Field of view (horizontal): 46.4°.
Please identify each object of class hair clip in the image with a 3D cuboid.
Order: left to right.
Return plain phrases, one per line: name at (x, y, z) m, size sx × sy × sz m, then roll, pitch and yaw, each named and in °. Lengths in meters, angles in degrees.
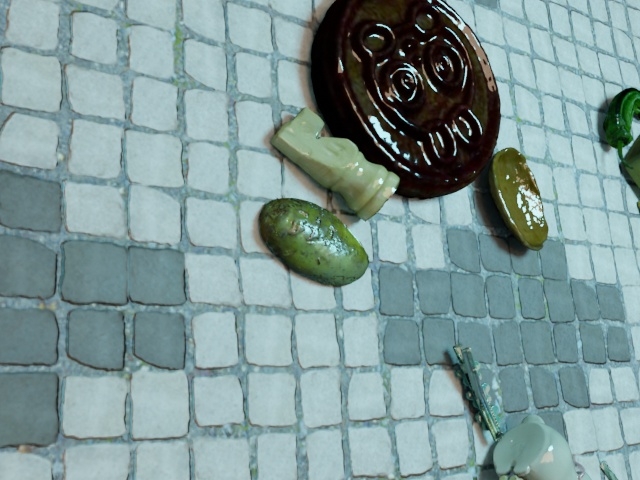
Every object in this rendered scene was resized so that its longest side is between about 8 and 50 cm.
hair clip at (0.265, 0.250, 1.247) m, size 0.049 × 0.049 × 0.173 m, roll -25°, pitch 96°, yaw -38°

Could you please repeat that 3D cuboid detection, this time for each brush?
brush at (0.785, -0.184, 1.744) m, size 0.123 × 0.059 × 0.197 m, roll 50°, pitch 48°, yaw -6°

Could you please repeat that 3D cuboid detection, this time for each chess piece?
chess piece at (0.022, -0.124, 1.177) m, size 0.200 × 0.090 × 0.090 m, roll 37°, pitch 57°, yaw -9°

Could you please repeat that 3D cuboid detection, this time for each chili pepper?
chili pepper at (0.697, -0.271, 1.710) m, size 0.122 × 0.065 × 0.279 m, roll 48°, pitch 50°, yaw -9°

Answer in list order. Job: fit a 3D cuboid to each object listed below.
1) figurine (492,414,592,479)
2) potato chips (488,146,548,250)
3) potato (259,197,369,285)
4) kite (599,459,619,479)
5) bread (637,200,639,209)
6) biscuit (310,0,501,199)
figurine at (0.391, 0.420, 1.233) m, size 0.235 × 0.127 × 0.155 m, roll 49°, pitch 35°, yaw -16°
potato chips at (0.373, -0.074, 1.424) m, size 0.150 × 0.049 × 0.202 m, roll -30°, pitch 92°, yaw -42°
potato at (0.000, 0.000, 1.132) m, size 0.198 × 0.054 × 0.119 m, roll 41°, pitch 53°, yaw -18°
kite at (0.601, 0.520, 1.420) m, size 0.229 × 0.012 × 0.250 m, roll -35°, pitch 96°, yaw -41°
bread at (0.772, -0.030, 1.717) m, size 0.084 × 0.080 × 0.109 m, roll -6°, pitch 112°, yaw -35°
biscuit at (0.167, -0.273, 1.317) m, size 0.407 × 0.091 × 0.407 m, roll 12°, pitch 69°, yaw -33°
